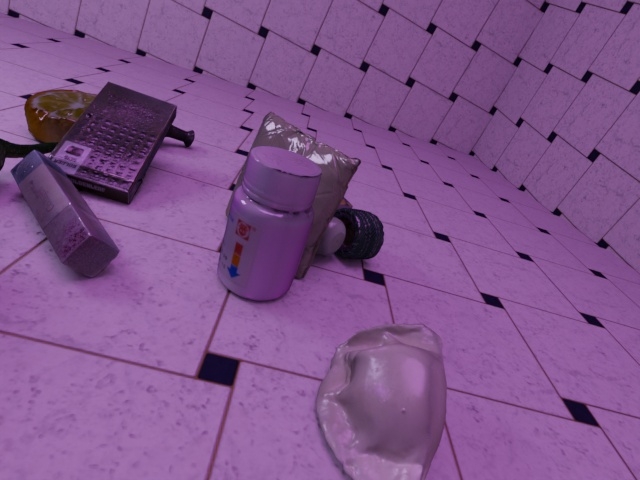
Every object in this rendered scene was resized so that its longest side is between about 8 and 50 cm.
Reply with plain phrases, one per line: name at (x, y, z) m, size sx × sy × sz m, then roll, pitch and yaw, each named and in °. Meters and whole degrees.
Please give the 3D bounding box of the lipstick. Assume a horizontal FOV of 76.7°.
lipstick at (-0.463, -0.057, 0.723) m, size 0.317 × 0.066 × 0.068 m, roll 39°, pitch -9°, yaw 32°

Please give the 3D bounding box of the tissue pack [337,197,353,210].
tissue pack at (0.012, -0.117, 1.195) m, size 0.108 × 0.060 × 0.148 m, roll 5°, pitch 28°, yaw -28°

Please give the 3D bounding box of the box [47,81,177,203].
box at (-0.482, -0.242, 0.960) m, size 0.180 × 0.047 × 0.325 m, roll 17°, pitch 52°, yaw -12°

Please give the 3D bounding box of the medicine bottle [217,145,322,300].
medicine bottle at (-0.093, -0.029, 0.737) m, size 0.151 × 0.255 × 0.152 m, roll 16°, pitch 25°, yaw -8°

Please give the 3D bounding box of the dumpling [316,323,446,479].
dumpling at (0.083, 0.219, 0.565) m, size 0.179 × 0.131 × 0.252 m, roll 5°, pitch 45°, yaw 15°

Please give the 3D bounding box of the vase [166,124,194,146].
vase at (-0.478, -0.344, 1.249) m, size 0.182 × 0.120 × 0.120 m, roll 13°, pitch 24°, yaw -44°

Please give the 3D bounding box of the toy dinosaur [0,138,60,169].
toy dinosaur at (-0.655, -0.222, 0.769) m, size 0.087 × 0.447 × 0.301 m, roll -9°, pitch 53°, yaw 17°

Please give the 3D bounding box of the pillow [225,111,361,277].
pillow at (-0.073, -0.104, 0.880) m, size 0.280 × 0.274 × 0.076 m, roll 36°, pitch 17°, yaw 31°

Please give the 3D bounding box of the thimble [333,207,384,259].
thimble at (0.085, -0.016, 0.989) m, size 0.090 × 0.119 × 0.135 m, roll 7°, pitch 19°, yaw -34°

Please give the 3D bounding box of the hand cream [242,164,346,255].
hand cream at (-0.074, -0.070, 0.983) m, size 0.305 × 0.147 × 0.093 m, roll 33°, pitch 69°, yaw 28°

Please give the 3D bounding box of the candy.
candy at (-0.640, -0.325, 1.086) m, size 0.259 × 0.118 × 0.260 m, roll 13°, pitch 28°, yaw -7°
